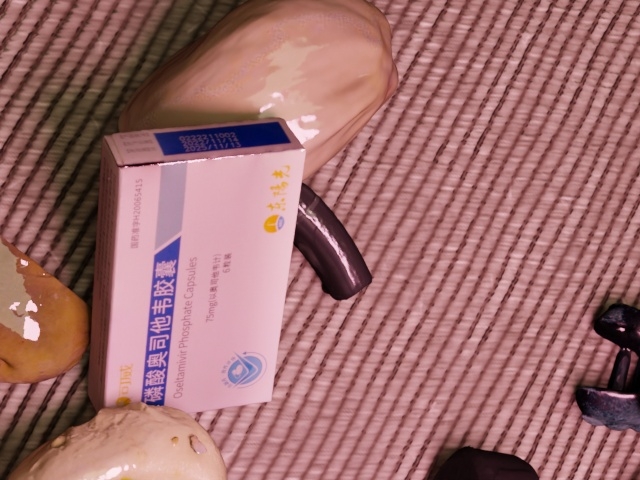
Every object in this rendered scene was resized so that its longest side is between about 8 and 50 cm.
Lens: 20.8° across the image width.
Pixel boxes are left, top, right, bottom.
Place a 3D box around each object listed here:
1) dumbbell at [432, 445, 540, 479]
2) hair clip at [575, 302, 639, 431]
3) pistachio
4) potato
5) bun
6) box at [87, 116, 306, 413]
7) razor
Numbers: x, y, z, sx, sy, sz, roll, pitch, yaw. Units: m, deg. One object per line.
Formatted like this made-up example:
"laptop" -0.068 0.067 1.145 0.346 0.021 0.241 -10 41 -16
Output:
"dumbbell" 0.293 0.359 2.004 0.322 0.203 0.204 12 84 -18
"hair clip" 0.468 0.179 2.070 0.310 0.206 0.195 19 81 -17
"pistachio" -0.069 -0.161 1.916 0.331 0.208 0.226 -33 53 -4
"potato" -0.355 0.066 1.857 0.243 0.098 0.138 37 78 -12
"bun" -0.221 0.282 1.855 0.259 0.160 0.259 -11 119 -20
"box" -0.136 0.038 1.843 0.200 0.065 0.343 -6 128 -21
"razor" 0.000 0.000 1.983 0.054 0.090 0.148 -41 103 -15
